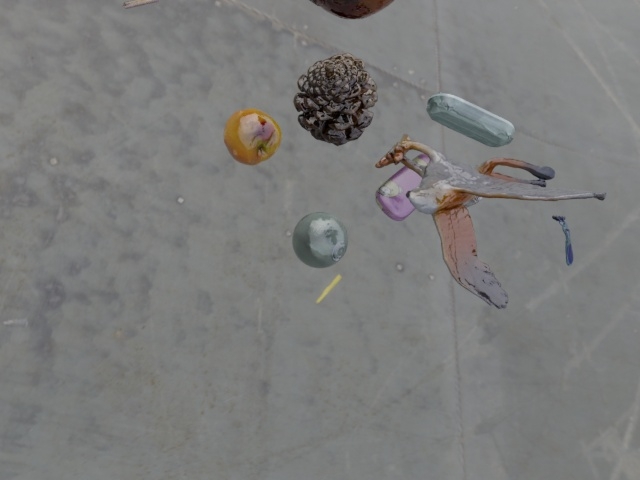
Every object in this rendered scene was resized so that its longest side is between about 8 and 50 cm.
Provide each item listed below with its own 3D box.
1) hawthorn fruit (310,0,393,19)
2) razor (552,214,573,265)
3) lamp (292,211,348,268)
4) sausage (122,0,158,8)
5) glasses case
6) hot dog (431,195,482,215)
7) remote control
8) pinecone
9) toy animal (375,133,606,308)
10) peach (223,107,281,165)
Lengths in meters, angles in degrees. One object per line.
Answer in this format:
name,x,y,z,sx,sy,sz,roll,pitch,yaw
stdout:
hawthorn fruit,0.087,-0.645,1.303,0.316,0.316,0.315,14,60,-26
razor,0.696,-0.004,1.685,0.044,0.028,0.154,5,67,-17
lamp,0.000,0.000,1.075,0.105,0.105,0.105,14,60,-26
sausage,-0.381,-0.509,1.265,0.015,0.015,0.100,52,48,1
glasses case,0.278,-0.167,1.808,0.123,0.076,0.316,49,50,3
hot dog,0.430,-0.125,1.885,0.059,0.191,0.108,59,27,-8
remote control,0.388,-0.310,1.541,0.247,0.104,0.052,22,74,-12
pinecone,0.045,-0.380,1.668,0.244,0.309,0.244,-2,75,7
toy animal,0.244,-0.099,0.924,0.302,0.225,0.284,27,36,-4
peach,-0.168,-0.256,1.443,0.138,0.138,0.138,14,60,-26
